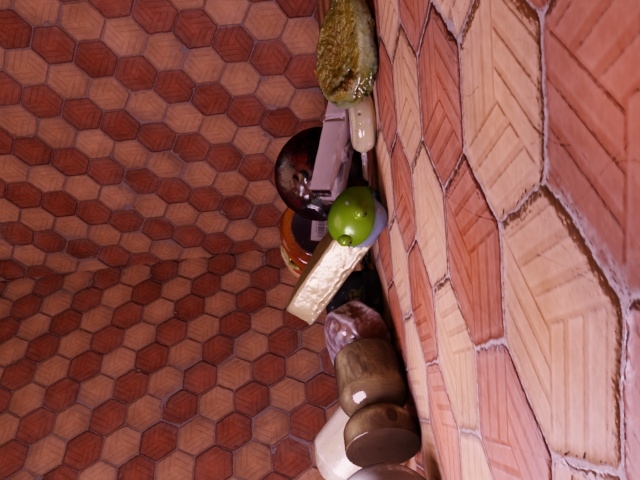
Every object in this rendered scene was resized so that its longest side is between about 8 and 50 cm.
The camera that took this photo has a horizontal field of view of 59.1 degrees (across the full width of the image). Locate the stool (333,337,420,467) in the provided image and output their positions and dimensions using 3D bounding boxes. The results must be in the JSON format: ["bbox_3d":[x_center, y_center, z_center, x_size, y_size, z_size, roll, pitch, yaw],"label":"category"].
[{"bbox_3d":[0.133,0.398,1.402,0.264,0.179,0.179,-98,2,-49],"label":"stool"}]

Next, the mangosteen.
[{"bbox_3d":[0.008,-0.203,1.738,0.311,0.310,0.312,173,90,-89],"label":"mangosteen"}]

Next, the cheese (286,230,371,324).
[{"bbox_3d":[0.019,0.089,1.747,0.384,0.104,0.384,-57,5,8],"label":"cheese"}]

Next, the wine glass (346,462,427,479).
[{"bbox_3d":[0.132,0.547,1.066,0.323,0.237,0.238,111,152,-75],"label":"wine glass"}]

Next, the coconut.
[{"bbox_3d":[0.122,0.566,1.565,0.237,0.266,0.237,41,174,6],"label":"coconut"}]

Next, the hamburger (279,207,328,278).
[{"bbox_3d":[0.000,0.000,2.144,0.250,0.329,0.330,104,160,-70],"label":"hamburger"}]

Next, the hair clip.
[{"bbox_3d":[0.049,-0.261,1.533,0.101,0.085,0.331,27,-107,-50],"label":"hair clip"}]

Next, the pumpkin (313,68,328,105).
[{"bbox_3d":[0.050,-0.516,1.906,0.119,0.107,0.184,72,-179,-57],"label":"pumpkin"}]

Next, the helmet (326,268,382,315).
[{"bbox_3d":[0.100,0.205,1.822,0.279,0.160,0.231,109,161,-70],"label":"helmet"}]

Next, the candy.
[{"bbox_3d":[0.112,0.300,1.643,0.214,0.157,0.290,42,149,36],"label":"candy"}]

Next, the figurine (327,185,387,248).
[{"bbox_3d":[0.097,-0.068,1.467,0.162,0.143,0.263,-58,2,21],"label":"figurine"}]

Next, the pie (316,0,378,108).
[{"bbox_3d":[0.064,-0.452,1.345,0.277,0.078,0.277,179,90,-66],"label":"pie"}]

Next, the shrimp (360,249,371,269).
[{"bbox_3d":[0.153,0.053,1.936,0.091,0.034,0.161,111,153,-86],"label":"shrimp"}]

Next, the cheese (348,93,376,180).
[{"bbox_3d":[0.110,-0.266,1.465,0.137,0.064,0.228,-90,-5,-70],"label":"cheese"}]
